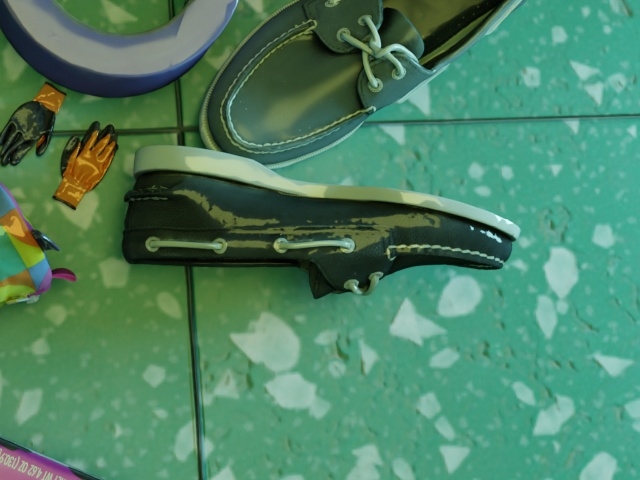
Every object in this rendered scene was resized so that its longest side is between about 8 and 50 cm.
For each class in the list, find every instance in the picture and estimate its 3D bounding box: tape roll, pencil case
[{"bbox_3d":[-0.156,-0.208,1.096,0.188,0.080,0.189,2,83,-14],"label":"tape roll"},{"bbox_3d":[-0.297,0.047,1.023,0.236,0.104,0.104,-32,92,-15],"label":"pencil case"}]

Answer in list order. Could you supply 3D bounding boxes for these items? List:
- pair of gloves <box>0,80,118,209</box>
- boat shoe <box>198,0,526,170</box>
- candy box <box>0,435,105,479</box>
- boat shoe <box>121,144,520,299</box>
[{"bbox_3d":[-0.200,-0.073,1.105,0.083,0.010,0.074,34,77,-8],"label":"pair of gloves"},{"bbox_3d":[0.045,-0.164,1.133,0.319,0.099,0.116,-33,93,-16],"label":"boat shoe"},{"bbox_3d":[-0.238,0.263,1.027,0.159,0.071,0.233,25,79,-11],"label":"candy box"},{"bbox_3d":[0.000,0.000,1.104,0.302,0.114,0.091,9,81,-2],"label":"boat shoe"}]
